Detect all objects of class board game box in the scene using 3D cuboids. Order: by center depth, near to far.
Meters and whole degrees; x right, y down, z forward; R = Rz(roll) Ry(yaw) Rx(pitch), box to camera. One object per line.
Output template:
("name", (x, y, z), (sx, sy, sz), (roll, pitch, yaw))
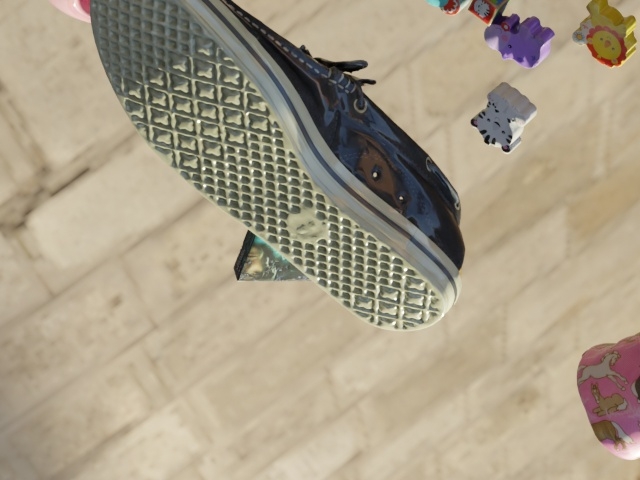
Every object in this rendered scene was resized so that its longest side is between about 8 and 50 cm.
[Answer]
("board game box", (0.000, 0.000, 2.021), (0.186, 0.026, 0.126), (0, 136, -23))

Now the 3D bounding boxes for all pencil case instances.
("pencil case", (0.494, 0.134, 2.032), (0.160, 0.167, 0.386), (25, 140, -34))

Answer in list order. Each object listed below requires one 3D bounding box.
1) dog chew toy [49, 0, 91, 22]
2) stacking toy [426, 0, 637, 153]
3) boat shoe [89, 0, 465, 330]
("dog chew toy", (-0.265, -0.435, 2.069), (0.206, 0.332, 0.206), (-6, 157, -3))
("stacking toy", (0.126, -0.184, 1.343), (0.167, 0.221, 0.052), (-40, 166, -36))
("boat shoe", (-0.030, -0.111, 1.672), (0.187, 0.500, 0.156), (-21, -144, 43))
